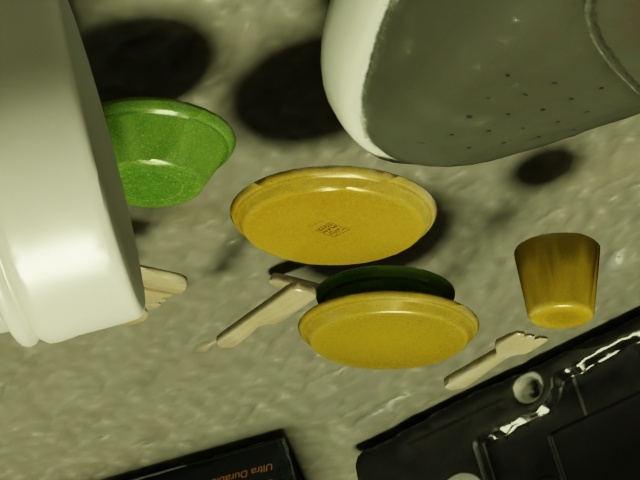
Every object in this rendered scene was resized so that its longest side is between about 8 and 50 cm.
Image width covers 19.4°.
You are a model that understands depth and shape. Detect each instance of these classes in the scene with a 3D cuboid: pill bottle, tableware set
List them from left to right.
[{"bbox_3d":[-0.124,0.003,0.361,0.169,0.094,0.094,-14,149,-1],"label":"pill bottle"},{"bbox_3d":[0.000,0.000,0.463,0.154,0.024,0.104,13,152,-26],"label":"tableware set"}]

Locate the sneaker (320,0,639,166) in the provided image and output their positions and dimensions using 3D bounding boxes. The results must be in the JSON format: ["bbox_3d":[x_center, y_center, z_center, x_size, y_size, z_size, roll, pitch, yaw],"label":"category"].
[{"bbox_3d":[0.132,-0.054,0.333,0.296,0.147,0.104,-28,148,23],"label":"sneaker"}]

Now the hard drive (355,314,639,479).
[{"bbox_3d":[0.189,0.102,0.522,0.339,0.237,0.064,-29,147,21],"label":"hard drive"}]

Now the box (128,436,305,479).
[{"bbox_3d":[-0.071,0.157,0.675,0.175,0.051,0.220,-15,148,1],"label":"box"}]
